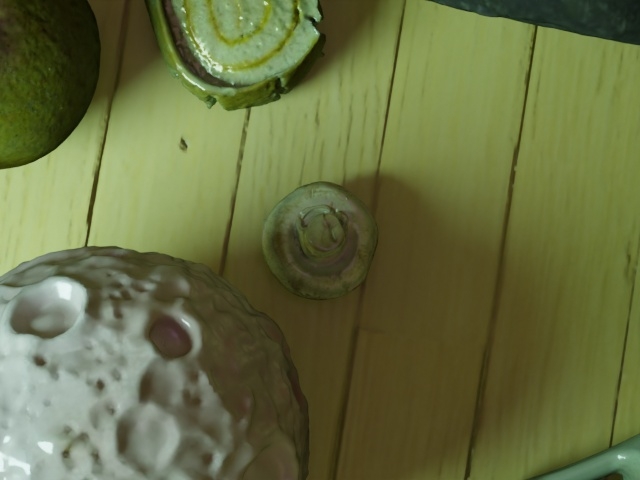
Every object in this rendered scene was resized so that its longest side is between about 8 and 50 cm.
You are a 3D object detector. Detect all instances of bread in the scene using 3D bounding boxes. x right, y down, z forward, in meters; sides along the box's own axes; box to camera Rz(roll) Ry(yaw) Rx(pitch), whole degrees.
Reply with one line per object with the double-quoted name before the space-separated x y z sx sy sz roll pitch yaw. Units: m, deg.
"bread" -0.064 -0.171 1.040 0.117 0.064 0.156 -15 86 -9

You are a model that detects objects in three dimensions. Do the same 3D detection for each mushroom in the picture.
"mushroom" 0.000 0.000 1.029 0.084 0.067 0.083 0 79 -1

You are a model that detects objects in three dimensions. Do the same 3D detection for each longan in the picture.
"longan" -0.224 -0.128 0.974 0.145 0.176 0.154 -36 74 9

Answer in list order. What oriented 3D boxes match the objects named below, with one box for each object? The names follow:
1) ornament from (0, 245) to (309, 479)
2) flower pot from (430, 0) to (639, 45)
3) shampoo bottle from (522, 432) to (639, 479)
"ornament" -0.137 0.119 0.920 0.259 0.259 0.225 -10 80 -5
"flower pot" 0.180 -0.261 0.942 0.379 0.379 0.251 11 102 -3
"shampoo bottle" 0.187 0.208 1.015 0.234 0.087 0.118 -22 85 -5
